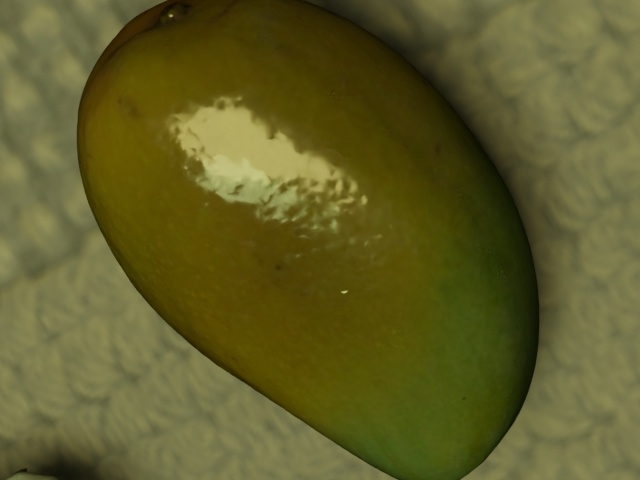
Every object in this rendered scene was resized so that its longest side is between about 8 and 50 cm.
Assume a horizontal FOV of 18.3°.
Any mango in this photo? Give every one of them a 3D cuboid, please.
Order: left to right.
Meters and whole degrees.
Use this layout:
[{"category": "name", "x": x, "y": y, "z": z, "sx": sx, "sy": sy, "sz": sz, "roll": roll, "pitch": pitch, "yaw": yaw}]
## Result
[{"category": "mango", "x": 0.000, "y": 0.000, "z": 0.682, "sx": 0.130, "sy": 0.092, "sz": 0.194, "roll": -28, "pitch": 101, "yaw": 19}]

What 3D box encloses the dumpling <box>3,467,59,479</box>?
[{"category": "dumpling", "x": -0.149, "y": 0.173, "z": 0.755, "sx": 0.188, "sy": 0.108, "sz": 0.127, "roll": -33, "pitch": 65, "yaw": 13}]
